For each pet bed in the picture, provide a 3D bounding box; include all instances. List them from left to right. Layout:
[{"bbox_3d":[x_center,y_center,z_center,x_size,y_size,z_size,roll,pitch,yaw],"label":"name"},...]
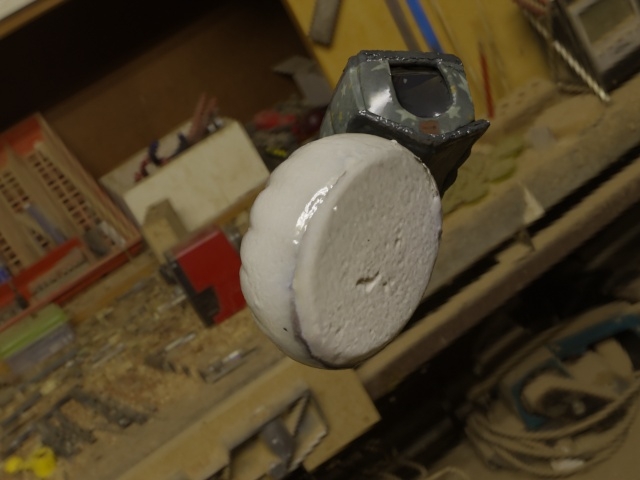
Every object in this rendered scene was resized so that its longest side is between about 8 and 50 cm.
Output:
[{"bbox_3d":[0.096,-0.119,1.291,0.183,0.211,0.159,1,57,-19],"label":"pet bed"}]

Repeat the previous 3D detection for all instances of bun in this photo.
[{"bbox_3d":[0.000,0.000,0.594,0.094,0.138,0.138,23,51,37],"label":"bun"}]
